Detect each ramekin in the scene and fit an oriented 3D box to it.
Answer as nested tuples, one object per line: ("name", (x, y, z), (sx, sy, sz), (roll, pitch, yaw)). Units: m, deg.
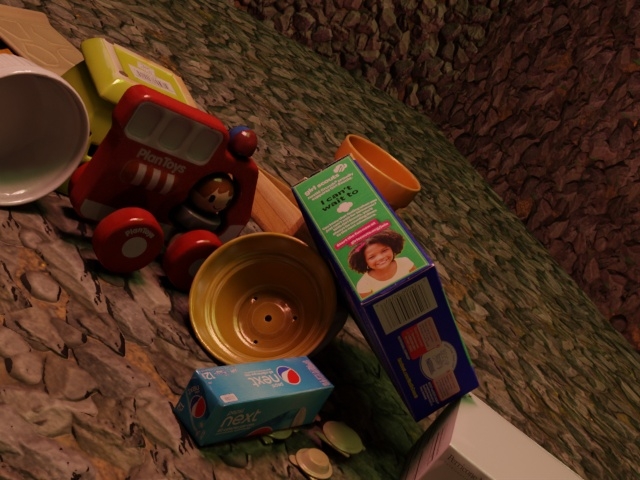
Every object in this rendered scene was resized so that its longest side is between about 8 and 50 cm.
("ramekin", (-0.442, -0.162, 1.250), (0.207, 0.207, 0.109), (13, 21, -49))

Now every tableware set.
("tableware set", (-0.020, 0.266, 1.234), (0.141, 0.020, 0.168), (37, 22, 20))

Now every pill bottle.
("pill bottle", (-0.058, 0.091, 1.444), (0.193, 0.108, 0.108), (43, 20, 19))

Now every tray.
("tray", (0.000, 0.000, 1.656), (0.203, 0.076, 0.411), (45, 8, 36))

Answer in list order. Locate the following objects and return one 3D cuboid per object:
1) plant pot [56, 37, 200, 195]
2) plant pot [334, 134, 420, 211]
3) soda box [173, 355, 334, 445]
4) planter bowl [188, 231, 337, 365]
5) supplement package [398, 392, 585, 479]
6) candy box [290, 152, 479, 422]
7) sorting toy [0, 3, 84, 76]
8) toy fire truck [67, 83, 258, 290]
("plant pot", (-0.331, -0.191, 1.487), (0.228, 0.207, 0.227), (23, 23, -36))
("plant pot", (0.091, -0.105, 2.026), (0.205, 0.188, 0.205), (32, 19, -13))
("soda box", (-0.082, 0.205, 1.162), (0.210, 0.071, 0.067), (2, 35, -49))
("planter bowl", (-0.082, 0.104, 1.332), (0.217, 0.217, 0.090), (44, -16, 21))
("supplement package", (0.255, 0.373, 1.267), (0.262, 0.145, 0.204), (37, 19, 4))
("candy box", (0.092, 0.065, 1.340), (0.317, 0.122, 0.268), (57, -6, 51))
("sorting toy", (-0.585, -0.382, 1.761), (0.229, 0.041, 0.307), (46, 21, 14))
("toy fire truck", (-0.216, -0.081, 1.346), (0.302, 0.254, 0.169), (19, 26, -44))
